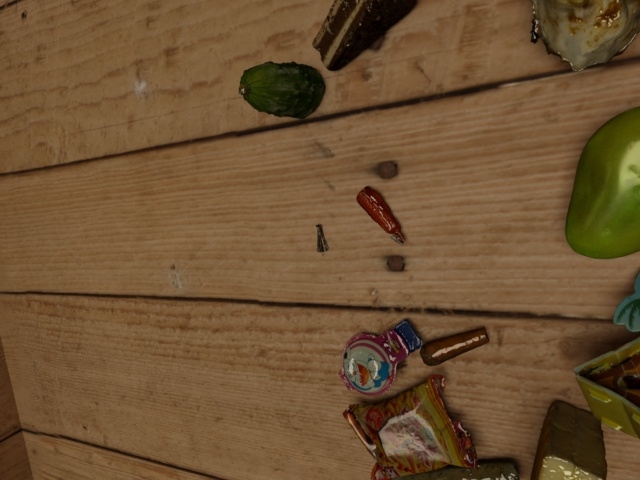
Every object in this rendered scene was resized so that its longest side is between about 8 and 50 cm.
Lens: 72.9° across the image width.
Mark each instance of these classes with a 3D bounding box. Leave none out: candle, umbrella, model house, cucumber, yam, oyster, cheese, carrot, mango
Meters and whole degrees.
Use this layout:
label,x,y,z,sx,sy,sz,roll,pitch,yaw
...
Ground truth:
label,x,y,z,sx,sy,sz,roll,pitch,yaw
candle,0.146,-0.058,1.009,0.053,0.048,0.162,-40,82,9
umbrella,0.001,0.000,1.107,0.031,0.020,0.083,-5,93,26
model house,0.654,0.243,0.767,0.323,0.340,0.300,-12,129,38
cucumber,-0.103,-0.337,0.965,0.134,0.244,0.134,9,110,27
yam,0.320,0.581,1.047,0.317,0.067,0.071,-22,77,26
oyster,0.413,-0.453,0.752,0.337,0.133,0.198,48,118,12
cheese,0.141,0.290,1.069,0.244,0.062,0.155,-42,68,23
carrot,0.305,0.244,0.993,0.161,0.055,0.055,-28,88,25
mango,0.548,-0.095,0.753,0.185,0.149,0.273,10,111,16

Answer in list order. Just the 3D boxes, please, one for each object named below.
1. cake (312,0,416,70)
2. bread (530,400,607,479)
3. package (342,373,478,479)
label,x,y,z,sx,sy,sz,roll,pitch,yaw
cake,0.098,-0.487,0.948,0.112,0.135,0.246,64,148,14
bread,0.480,0.482,0.858,0.111,0.239,0.246,13,105,29
package,0.213,0.463,1.056,0.288,0.108,0.223,-25,84,21
